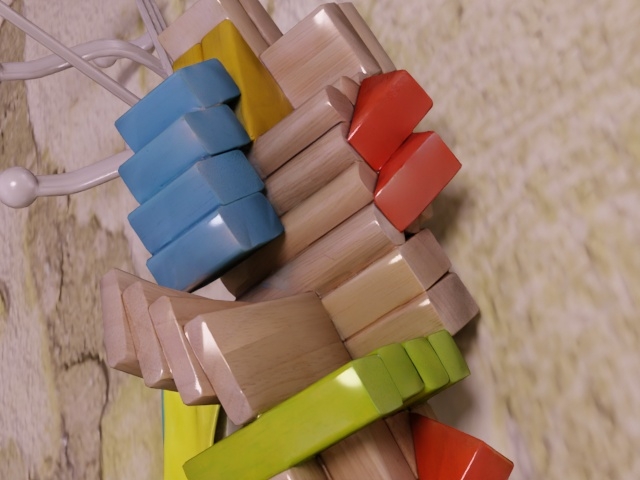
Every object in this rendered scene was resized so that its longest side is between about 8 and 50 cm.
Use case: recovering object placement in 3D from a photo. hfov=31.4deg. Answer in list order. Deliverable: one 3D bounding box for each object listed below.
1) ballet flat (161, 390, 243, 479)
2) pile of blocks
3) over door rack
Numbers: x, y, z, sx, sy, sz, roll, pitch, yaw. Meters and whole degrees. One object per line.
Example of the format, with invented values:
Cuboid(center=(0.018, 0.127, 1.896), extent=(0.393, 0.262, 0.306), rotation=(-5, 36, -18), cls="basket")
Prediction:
Cuboid(center=(-0.039, 0.137, 0.545), extent=(0.077, 0.077, 0.230), rotation=(-19, 61, 33), cls="ballet flat")
Cuboid(center=(0.000, 0.000, 0.462), extent=(0.113, 0.149, 0.362), rotation=(-35, 53, 26), cls="pile of blocks")
Cuboid(center=(-0.176, -0.143, 0.613), extent=(0.108, 0.324, 0.239), rotation=(-34, 47, 6), cls="over door rack")
